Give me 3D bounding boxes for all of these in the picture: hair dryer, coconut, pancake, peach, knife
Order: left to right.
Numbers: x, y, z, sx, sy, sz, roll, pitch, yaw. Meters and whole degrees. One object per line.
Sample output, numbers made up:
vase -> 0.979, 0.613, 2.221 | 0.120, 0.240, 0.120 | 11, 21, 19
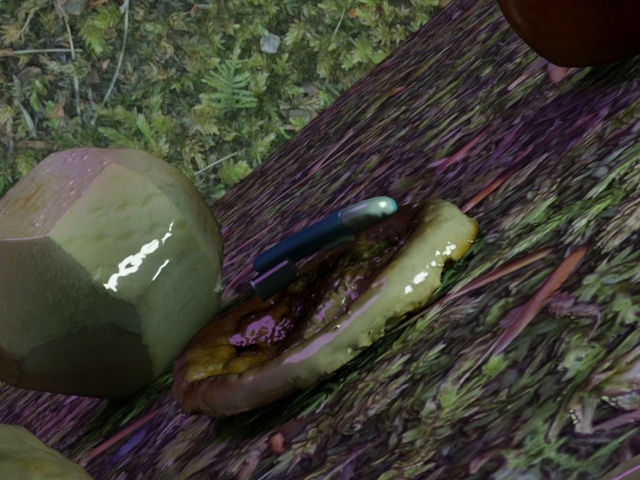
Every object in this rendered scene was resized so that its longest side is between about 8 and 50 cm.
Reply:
coconut -> -0.306, 0.059, 1.636 | 0.352, 0.352, 0.352 | -38, 10, 8
hair dryer -> -0.045, 0.036, 1.237 | 0.047, 0.026, 0.083 | -32, 4, -2
pancake -> -0.002, 0.063, 1.206 | 0.356, 0.065, 0.356 | -34, 12, 8
knife -> 0.000, 0.000, 1.251 | 0.064, 0.031, 0.222 | -11, -10, -37
peach -> 0.295, -0.305, 1.311 | 0.238, 0.281, 0.281 | 6, -15, -29

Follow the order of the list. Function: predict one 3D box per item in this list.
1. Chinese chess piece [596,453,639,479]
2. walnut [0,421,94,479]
Chinese chess piece -> 0.132, 0.124, 0.460 | 0.122, 0.051, 0.122 | -37, 9, 7
walnut -> -0.244, 0.236, 0.810 | 0.248, 0.248, 0.248 | -38, 10, 8
